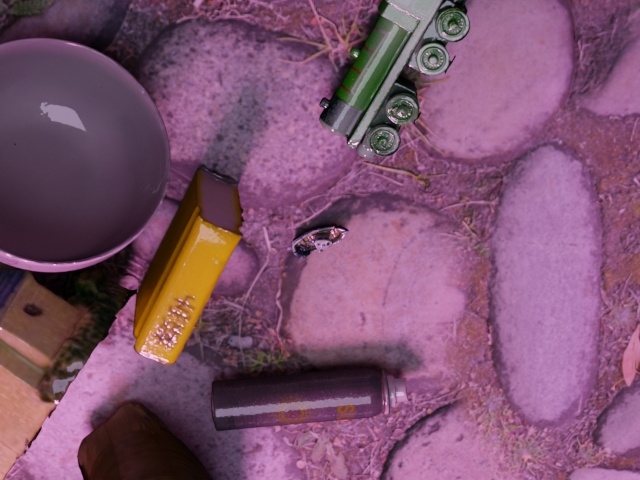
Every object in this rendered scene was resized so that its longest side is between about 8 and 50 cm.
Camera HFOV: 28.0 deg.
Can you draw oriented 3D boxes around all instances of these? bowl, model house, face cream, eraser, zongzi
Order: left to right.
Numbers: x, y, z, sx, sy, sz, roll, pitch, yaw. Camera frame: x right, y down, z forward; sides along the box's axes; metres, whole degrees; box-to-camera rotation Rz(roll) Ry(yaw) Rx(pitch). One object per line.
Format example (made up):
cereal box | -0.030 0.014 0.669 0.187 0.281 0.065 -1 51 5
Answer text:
model house | -0.425 0.116 1.654 0.266 0.261 0.321 32 133 -8
bowl | -0.339 -0.090 1.575 0.287 0.144 0.287 6 73 -19
eraser | -0.176 0.036 1.685 0.069 0.158 0.226 21 114 -18
zongzi | -0.185 0.443 1.811 0.160 0.323 0.360 -31 120 2
face cream | -0.015 0.226 1.845 0.284 0.073 0.073 -5 118 -3

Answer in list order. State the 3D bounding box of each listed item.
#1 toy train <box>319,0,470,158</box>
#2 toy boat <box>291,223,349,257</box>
toy train | 0.092 -0.222 1.623 0.119 0.085 0.251 27 110 -12
toy boat | 0.000 0.000 1.751 0.083 0.038 0.038 -23 117 8
